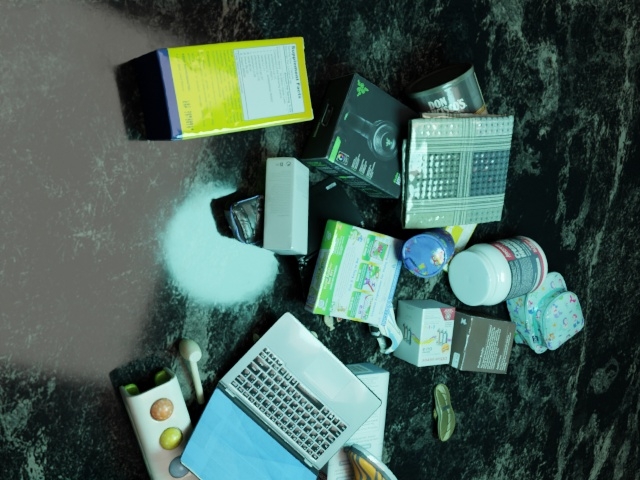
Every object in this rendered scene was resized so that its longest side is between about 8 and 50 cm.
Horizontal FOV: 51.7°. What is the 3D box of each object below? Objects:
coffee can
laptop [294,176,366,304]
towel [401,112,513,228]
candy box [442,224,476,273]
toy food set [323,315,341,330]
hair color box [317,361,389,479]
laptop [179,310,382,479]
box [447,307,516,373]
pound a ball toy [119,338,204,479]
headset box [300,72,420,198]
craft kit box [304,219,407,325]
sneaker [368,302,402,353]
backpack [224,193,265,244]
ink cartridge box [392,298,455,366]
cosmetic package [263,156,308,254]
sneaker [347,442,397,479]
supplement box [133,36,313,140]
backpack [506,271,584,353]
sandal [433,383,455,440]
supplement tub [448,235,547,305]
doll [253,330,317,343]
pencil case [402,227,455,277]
[{"bbox_3d":[0.383,-0.342,1.899,0.201,0.201,0.276,-35,113,-22],"label":"coffee can"},{"bbox_3d":[0.000,0.000,1.833,0.234,0.136,0.265,-30,137,-23],"label":"laptop"},{"bbox_3d":[0.368,-0.192,1.809,0.324,0.056,0.313,-4,110,-18],"label":"towel"},{"bbox_3d":[0.417,-0.008,2.070,0.105,0.027,0.206,35,80,-32],"label":"candy box"},{"bbox_3d":[0.034,0.193,1.864,0.078,0.019,0.122,-40,125,-18],"label":"toy food set"},{"bbox_3d":[0.079,0.553,1.903,0.185,0.113,0.375,1,96,-31],"label":"hair color box"},{"bbox_3d":[-0.076,0.470,1.656,0.408,0.236,0.382,-45,104,-4],"label":"laptop"},{"bbox_3d":[0.472,0.310,2.068,0.203,0.167,0.169,12,92,-31],"label":"box"},{"bbox_3d":[-0.350,0.430,1.617,0.208,0.135,0.320,-20,108,-27],"label":"pound a ball toy"},{"bbox_3d":[0.111,-0.280,1.782,0.283,0.131,0.247,26,80,-31],"label":"headset box"},{"bbox_3d":[0.099,0.093,1.790,0.246,0.061,0.250,15,90,-35],"label":"craft kit box"},{"bbox_3d":[0.170,0.227,1.921,0.086,0.085,0.237,-45,119,-38],"label":"sneaker"},{"bbox_3d":[-0.184,-0.051,1.673,0.105,0.084,0.115,-21,102,-26],"label":"backpack"},{"bbox_3d":[0.311,0.277,1.991,0.128,0.127,0.176,1,98,-31],"label":"ink cartridge box"},{"bbox_3d":[-0.086,-0.084,1.673,0.117,0.085,0.231,27,65,-70],"label":"cosmetic package"},{"bbox_3d":[0.129,0.717,1.819,0.180,0.124,0.321,-41,116,-20],"label":"sneaker"},{"bbox_3d":[-0.223,-0.353,1.541,0.356,0.195,0.194,-14,104,-28],"label":"supplement box"},{"bbox_3d":[0.747,0.230,2.218,0.225,0.191,0.254,-28,105,-24],"label":"backpack"},{"bbox_3d":[0.389,0.552,2.129,0.072,0.049,0.180,-7,86,-35],"label":"sandal"},{"bbox_3d":[0.555,0.095,2.060,0.272,0.191,0.191,-10,102,-35],"label":"supplement tub"},{"bbox_3d":[-0.090,0.273,1.799,0.188,0.046,0.129,-2,99,-30],"label":"doll"},{"bbox_3d":[0.308,0.032,1.875,0.133,0.306,0.119,-38,83,15],"label":"pencil case"}]
